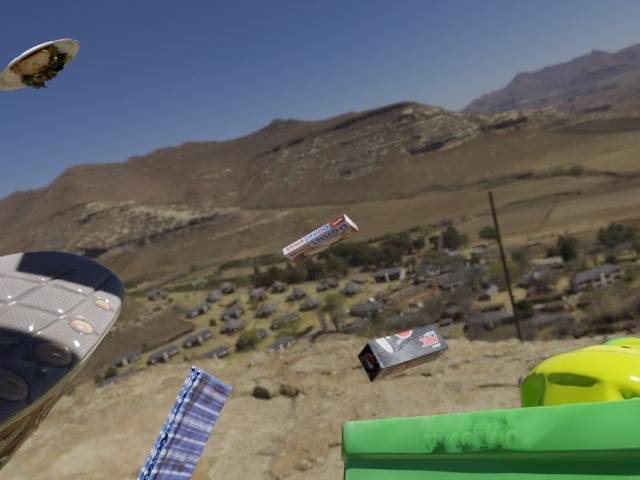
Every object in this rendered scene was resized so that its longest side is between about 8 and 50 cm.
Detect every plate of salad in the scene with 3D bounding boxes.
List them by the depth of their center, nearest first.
[{"bbox_3d":[-0.612,-0.377,1.254,0.200,0.048,0.200,-33,10,6],"label":"plate of salad"}]

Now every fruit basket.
[{"bbox_3d":[0.224,0.199,0.496,0.392,0.283,0.392,-43,21,21],"label":"fruit basket"}]

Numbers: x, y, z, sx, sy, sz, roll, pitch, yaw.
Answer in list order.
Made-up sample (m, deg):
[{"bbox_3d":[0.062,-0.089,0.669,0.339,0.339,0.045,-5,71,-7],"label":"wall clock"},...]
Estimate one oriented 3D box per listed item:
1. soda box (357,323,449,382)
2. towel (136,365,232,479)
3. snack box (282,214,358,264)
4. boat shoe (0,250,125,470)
[{"bbox_3d":[0.157,0.209,1.076,0.169,0.060,0.053,-8,-35,-33],"label":"soda box"},{"bbox_3d":[-0.293,0.450,1.216,0.040,0.336,0.243,18,-20,17],"label":"towel"},{"bbox_3d":[0.000,0.000,1.368,0.178,0.022,0.064,-29,-38,18],"label":"snack box"},{"bbox_3d":[-0.265,0.127,0.378,0.324,0.123,0.116,-47,-11,-42],"label":"boat shoe"}]
